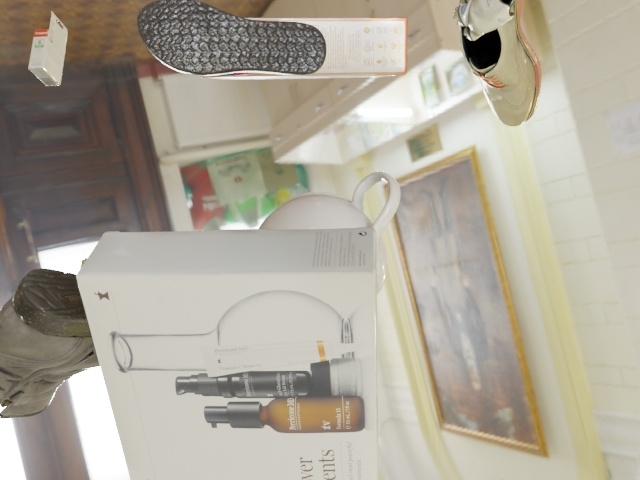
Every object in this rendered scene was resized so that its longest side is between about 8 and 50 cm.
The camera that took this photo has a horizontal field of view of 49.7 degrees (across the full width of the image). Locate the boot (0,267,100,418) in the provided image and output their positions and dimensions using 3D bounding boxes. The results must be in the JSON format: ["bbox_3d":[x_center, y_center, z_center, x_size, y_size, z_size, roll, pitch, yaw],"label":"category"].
[{"bbox_3d":[-0.340,0.160,0.991,0.223,0.118,0.338,-46,142,16],"label":"boot"}]

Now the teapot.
[{"bbox_3d":[0.000,0.000,1.200,0.256,0.187,0.252,2,145,1],"label":"teapot"}]

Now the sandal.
[{"bbox_3d":[-0.084,-0.185,0.659,0.179,0.067,0.040,3,-178,-19],"label":"sandal"}]

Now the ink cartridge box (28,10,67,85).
[{"bbox_3d":[-0.480,-0.339,1.222,0.029,0.115,0.063,-1,163,8],"label":"ink cartridge box"}]

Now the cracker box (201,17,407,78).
[{"bbox_3d":[-0.027,-0.226,0.823,0.232,0.067,0.156,-2,-166,-6],"label":"cracker box"}]

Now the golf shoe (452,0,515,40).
[{"bbox_3d":[0.246,-0.351,0.935,0.086,0.176,0.069,-3,152,44],"label":"golf shoe"}]

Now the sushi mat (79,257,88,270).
[{"bbox_3d":[-0.259,0.128,1.134,0.316,0.151,0.019,10,-167,14],"label":"sushi mat"}]

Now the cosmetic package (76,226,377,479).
[{"bbox_3d":[-0.078,0.170,0.762,0.284,0.377,0.097,0,-150,6],"label":"cosmetic package"}]

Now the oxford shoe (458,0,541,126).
[{"bbox_3d":[0.346,-0.363,1.403,0.140,0.397,0.146,13,-121,37],"label":"oxford shoe"}]
